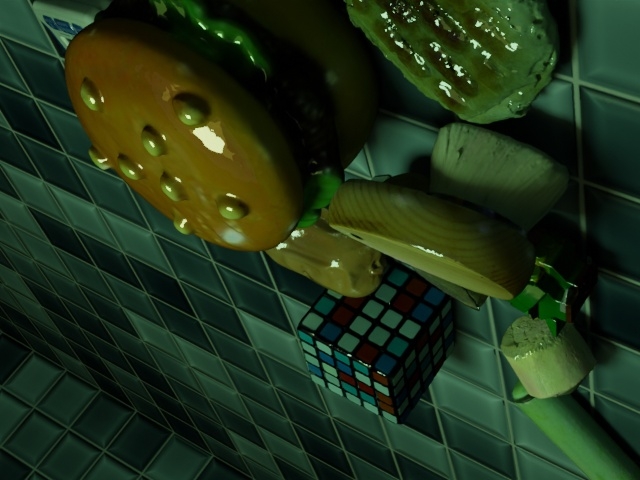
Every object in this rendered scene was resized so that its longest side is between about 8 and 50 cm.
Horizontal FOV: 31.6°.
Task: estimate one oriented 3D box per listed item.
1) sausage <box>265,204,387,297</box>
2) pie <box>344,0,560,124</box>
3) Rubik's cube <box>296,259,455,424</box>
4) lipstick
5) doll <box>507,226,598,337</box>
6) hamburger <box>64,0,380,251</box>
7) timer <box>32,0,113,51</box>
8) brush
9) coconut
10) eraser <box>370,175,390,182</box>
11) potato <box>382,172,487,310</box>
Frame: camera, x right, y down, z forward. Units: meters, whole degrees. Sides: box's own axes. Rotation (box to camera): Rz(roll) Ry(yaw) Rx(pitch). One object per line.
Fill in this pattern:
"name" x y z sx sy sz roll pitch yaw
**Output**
"sausage" 0.000 0.001 1.751 0.241 0.120 0.136 27 161 22
"pie" 0.127 -0.246 1.209 0.306 0.071 0.306 31 154 17
"Rubik's cube" 0.094 0.155 1.816 0.187 0.184 0.182 25 152 23
"lipstick" 0.423 0.322 1.792 0.304 0.076 0.076 44 155 -15
"doll" 0.267 0.035 1.459 0.186 0.106 0.134 37 155 2
"hamburger" -0.136 -0.164 1.461 0.395 0.277 0.396 32 155 17
"timer" -0.319 -0.298 1.691 0.253 0.078 0.178 25 157 51
"brush" 0.146 -0.048 1.345 0.266 0.166 0.174 19 172 19
"coconut" 0.328 0.166 1.600 0.116 0.116 0.122 -3 128 56
"eraser" 0.106 -0.058 1.625 0.038 0.019 0.083 -3 134 53
"potato" 0.149 -0.015 1.551 0.138 0.098 0.243 22 161 42
